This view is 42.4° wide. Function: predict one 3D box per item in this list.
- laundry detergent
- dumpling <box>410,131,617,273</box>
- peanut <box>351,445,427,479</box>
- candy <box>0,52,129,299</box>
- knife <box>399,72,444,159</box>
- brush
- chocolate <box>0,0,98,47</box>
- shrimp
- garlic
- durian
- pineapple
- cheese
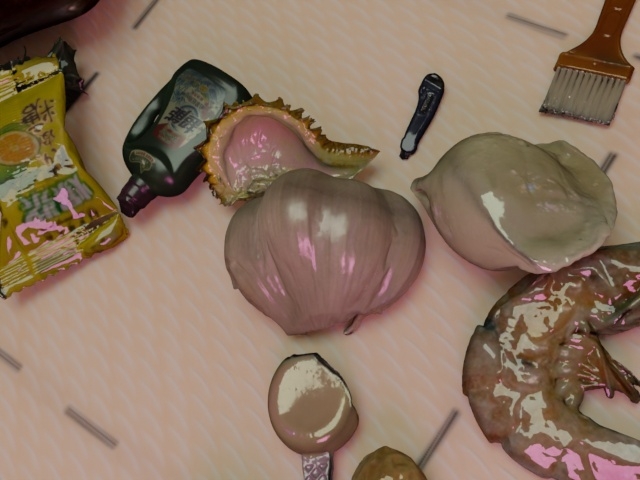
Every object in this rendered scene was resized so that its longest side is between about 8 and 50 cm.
[{"bbox_3d":[-0.194,-0.127,1.071,0.144,0.078,0.221,34,80,31],"label":"laundry detergent"},{"bbox_3d":[0.211,-0.047,0.859,0.180,0.131,0.252,-19,25,-14],"label":"dumpling"},{"bbox_3d":[0.072,0.296,0.760,0.100,0.099,0.213,-9,56,13],"label":"peanut"},{"bbox_3d":[-0.382,-0.093,1.076,0.187,0.081,0.297,-26,78,-3],"label":"candy"},{"bbox_3d":[0.123,-0.153,1.014,0.031,0.018,0.121,20,72,18],"label":"knife"},{"bbox_3d":[0.357,-0.274,1.004,0.090,0.017,0.314,18,70,22],"label":"brush"},{"bbox_3d":[-0.466,-0.436,1.176,0.332,0.383,0.383,-4,62,7],"label":"chocolate"},{"bbox_3d":[0.314,0.108,0.787,0.361,0.085,0.246,-22,68,10],"label":"shrimp"},{"bbox_3d":[0.000,0.000,0.905,0.230,0.142,0.177,-4,61,6],"label":"garlic"},{"bbox_3d":[-0.038,-0.112,1.006,0.225,0.078,0.140,3,108,7],"label":"durian"},{"bbox_3d":[-0.463,-0.212,1.178,0.248,0.128,0.128,-19,59,2],"label":"pineapple"},{"bbox_3d":[0.000,0.195,0.854,0.092,0.047,0.171,-27,58,6],"label":"cheese"}]
